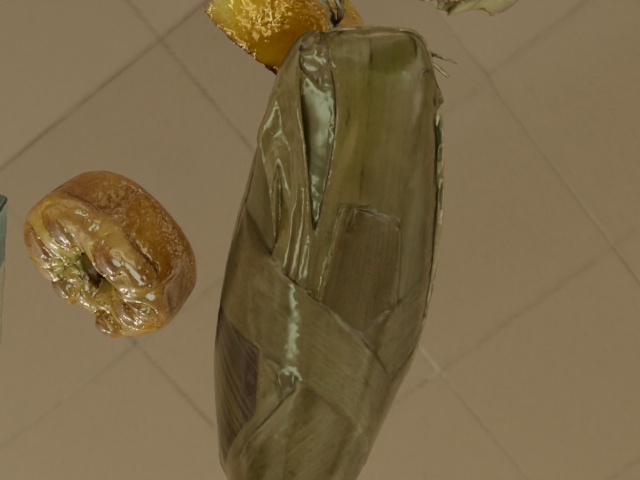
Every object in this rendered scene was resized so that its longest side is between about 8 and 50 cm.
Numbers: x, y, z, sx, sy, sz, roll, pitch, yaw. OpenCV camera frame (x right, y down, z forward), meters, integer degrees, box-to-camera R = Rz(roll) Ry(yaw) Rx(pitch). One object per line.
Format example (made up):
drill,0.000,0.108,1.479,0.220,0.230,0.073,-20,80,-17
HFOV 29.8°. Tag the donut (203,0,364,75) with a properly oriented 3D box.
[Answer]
donut,-0.018,-0.242,1.384,0.101,0.259,0.152,-43,88,18

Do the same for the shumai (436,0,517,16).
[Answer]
shumai,0.145,-0.257,1.104,0.145,0.145,0.116,-39,124,12

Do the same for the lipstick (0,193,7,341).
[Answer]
lipstick,-0.301,0.096,0.972,0.066,0.068,0.317,17,128,2

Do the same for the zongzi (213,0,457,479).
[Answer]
zongzi,0.022,0.003,1.120,0.218,0.467,0.499,7,113,-4

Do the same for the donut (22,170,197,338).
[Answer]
donut,-0.258,0.019,1.488,0.227,0.114,0.226,28,145,22
